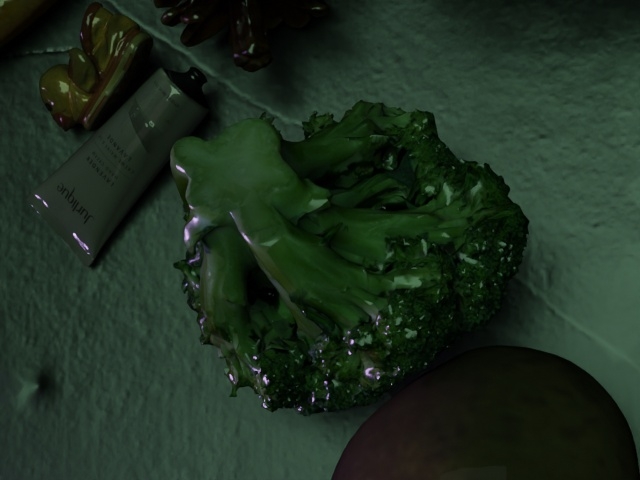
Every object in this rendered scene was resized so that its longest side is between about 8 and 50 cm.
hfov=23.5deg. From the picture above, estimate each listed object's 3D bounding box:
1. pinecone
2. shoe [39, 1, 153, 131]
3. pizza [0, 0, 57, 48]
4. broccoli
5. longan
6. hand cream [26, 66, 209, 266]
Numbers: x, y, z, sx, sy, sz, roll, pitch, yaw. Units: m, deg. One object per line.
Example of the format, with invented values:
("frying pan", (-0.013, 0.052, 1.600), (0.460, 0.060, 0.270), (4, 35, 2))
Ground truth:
("pinecone", (-0.065, -0.246, 1.246), (0.185, 0.168, 0.212), (-15, 100, 16))
("shoe", (-0.190, -0.147, 1.307), (0.069, 0.072, 0.109), (43, 130, 7))
("pizza", (-0.300, -0.267, 1.354), (0.365, 0.074, 0.182), (-42, 81, 1))
("broccoli", (0.000, 0.000, 1.140), (0.294, 0.245, 0.265), (24, 81, 32))
("longan", (0.126, 0.204, 1.088), (0.246, 0.215, 0.246), (-1, 99, -6))
("hand cream", (-0.163, -0.073, 1.297), (0.087, 0.054, 0.186), (45, 99, 17))
